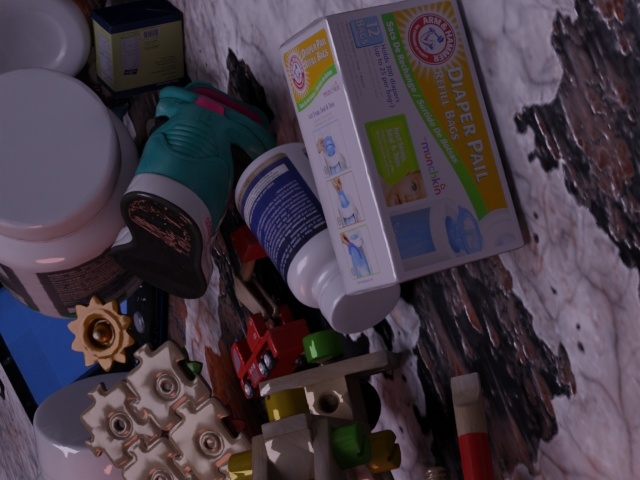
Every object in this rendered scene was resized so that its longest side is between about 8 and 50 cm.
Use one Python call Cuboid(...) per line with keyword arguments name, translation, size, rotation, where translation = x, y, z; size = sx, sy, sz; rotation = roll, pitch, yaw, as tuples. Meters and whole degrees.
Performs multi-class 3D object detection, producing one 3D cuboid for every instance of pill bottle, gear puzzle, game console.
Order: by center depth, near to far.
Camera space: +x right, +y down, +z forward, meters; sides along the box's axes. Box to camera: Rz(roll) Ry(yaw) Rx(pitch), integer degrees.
Cuboid(name="pill bottle", translation=(0.000, 0.000, 1.450), size=(0.169, 0.094, 0.094), rotation=(55, 150, 37))
Cuboid(name="pill bottle", translation=(-0.291, -0.047, 1.812), size=(0.361, 0.204, 0.204), rotation=(96, 153, -75))
Cuboid(name="pill bottle", translation=(-0.303, -0.263, 1.840), size=(0.216, 0.121, 0.121), rotation=(-88, -3, -60))
Cuboid(name="gear puzzle", translation=(-0.173, 0.208, 1.847), size=(0.175, 0.044, 0.339), rotation=(-40, 84, 23))
Cuboid(name="pill bottle", translation=(-0.234, 0.376, 2.039), size=(0.224, 0.224, 0.392), rotation=(36, 136, 55))
Cuboid(name="game console", translation=(-0.334, 0.054, 2.120), size=(0.293, 0.173, 0.250), rotation=(52, 148, 40))

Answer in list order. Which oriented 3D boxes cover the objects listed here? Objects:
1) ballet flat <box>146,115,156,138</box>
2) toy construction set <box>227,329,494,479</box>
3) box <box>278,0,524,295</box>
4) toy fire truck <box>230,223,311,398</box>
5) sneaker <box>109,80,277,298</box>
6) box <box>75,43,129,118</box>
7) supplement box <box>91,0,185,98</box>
Cuboid(name="ballet flat", translation=(-0.158, -0.088, 1.773), size=(0.221, 0.077, 0.079), rotation=(105, 145, -56))
Cuboid(name="toy construction set", translation=(0.030, 0.170, 1.382), size=(0.309, 0.257, 0.237), rotation=(-23, 65, 42))
Cuboid(name="box", translation=(0.059, -0.073, 1.249), size=(0.103, 0.114, 0.203), rotation=(-18, 88, 68))
Cuboid(name="toy fire truck", translation=(-0.060, 0.071, 1.685), size=(0.135, 0.047, 0.192), rotation=(66, 156, 18))
Cuboid(name="sneaker", translation=(-0.126, -0.061, 1.614), size=(0.124, 0.178, 0.295), rotation=(27, 160, -1))
Cuboid(name="box", translation=(-0.319, -0.254, 1.982), size=(0.060, 0.100, 0.244), rotation=(-35, 73, 66))
Cuboid(name="supplement box", translation=(-0.194, -0.206, 1.760), size=(0.056, 0.083, 0.083), rotation=(44, 142, 50))
